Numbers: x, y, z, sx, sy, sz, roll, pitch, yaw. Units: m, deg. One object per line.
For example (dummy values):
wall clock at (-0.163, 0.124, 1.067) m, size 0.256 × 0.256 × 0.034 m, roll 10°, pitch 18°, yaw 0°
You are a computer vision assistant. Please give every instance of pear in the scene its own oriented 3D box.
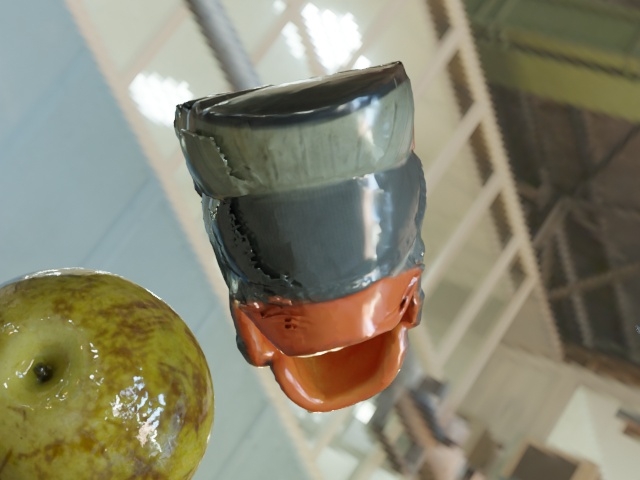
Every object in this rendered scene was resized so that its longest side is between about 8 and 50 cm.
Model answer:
pear at (-0.236, 0.158, 1.662) m, size 0.281 × 0.280 × 0.280 m, roll 28°, pitch -26°, yaw 15°

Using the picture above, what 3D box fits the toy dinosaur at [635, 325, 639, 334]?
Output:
toy dinosaur at (0.348, 0.119, 1.395) m, size 0.209 × 0.082 × 0.039 m, roll 24°, pitch -68°, yaw 8°

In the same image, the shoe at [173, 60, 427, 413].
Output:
shoe at (0.000, 0.000, 0.901) m, size 0.336 × 0.132 × 0.171 m, roll -128°, pitch -153°, yaw -85°
